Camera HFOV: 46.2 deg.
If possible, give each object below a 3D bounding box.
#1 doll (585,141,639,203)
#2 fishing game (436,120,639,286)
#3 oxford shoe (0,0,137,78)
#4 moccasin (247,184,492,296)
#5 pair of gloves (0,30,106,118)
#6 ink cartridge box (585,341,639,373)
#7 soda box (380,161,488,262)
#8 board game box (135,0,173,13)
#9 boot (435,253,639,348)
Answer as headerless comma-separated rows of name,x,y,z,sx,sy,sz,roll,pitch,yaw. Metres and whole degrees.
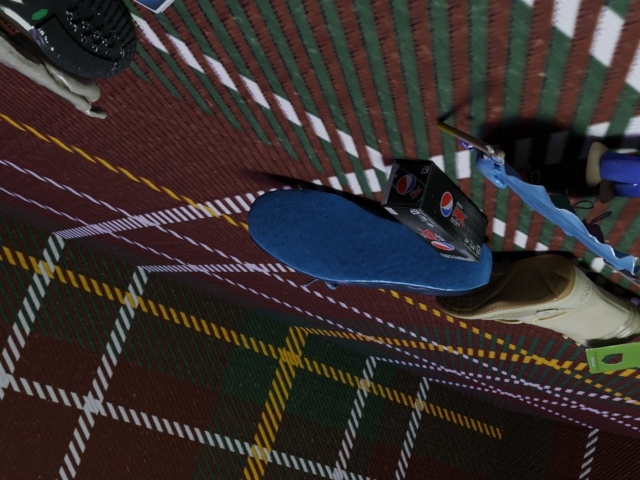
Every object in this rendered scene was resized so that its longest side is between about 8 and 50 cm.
doll,0.316,-0.051,0.604,0.188,0.046,0.129,8,165,39
fishing game,0.227,-0.034,0.708,0.264,0.041,0.189,35,-171,-17
oxford shoe,-0.249,-0.218,0.645,0.096,0.083,0.227,37,-178,34
moccasin,0.063,0.022,1.057,0.341,0.138,0.117,18,172,4
pair of gloves,-0.328,-0.207,0.739,0.240,0.042,0.204,32,178,23
ink cartridge box,0.525,0.201,1.077,0.255,0.097,0.189,-11,157,18
soda box,0.139,-0.032,0.889,0.053,0.060,0.169,6,162,37
board game box,-0.116,-0.234,0.401,0.192,0.053,0.305,25,165,-27
boot,0.319,0.096,1.107,0.203,0.095,0.262,24,158,-30
